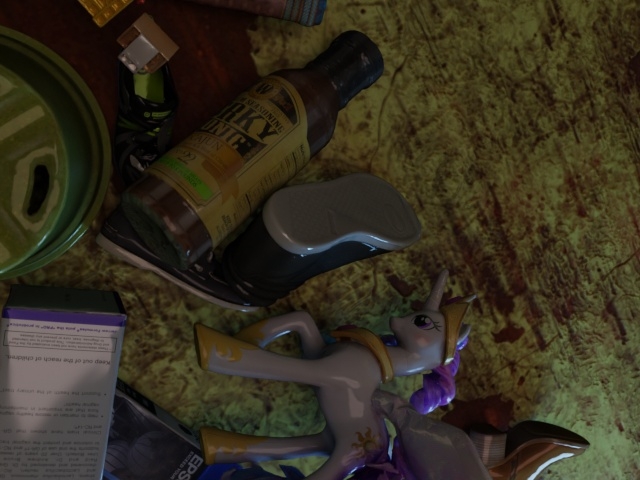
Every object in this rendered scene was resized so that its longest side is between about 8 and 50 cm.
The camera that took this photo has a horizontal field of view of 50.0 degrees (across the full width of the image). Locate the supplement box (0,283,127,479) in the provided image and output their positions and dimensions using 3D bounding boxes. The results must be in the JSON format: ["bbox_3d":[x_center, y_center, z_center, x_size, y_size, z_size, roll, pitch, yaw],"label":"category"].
[{"bbox_3d":[-0.268,0.164,0.685,0.114,0.111,0.220,6,95,-22],"label":"supplement box"}]

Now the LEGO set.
[{"bbox_3d":[-0.267,-0.273,0.674,0.287,0.107,0.132,16,120,-9],"label":"LEGO set"}]

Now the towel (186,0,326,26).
[{"bbox_3d":[-0.089,-0.410,0.657,0.271,0.040,0.370,8,122,-10],"label":"towel"}]

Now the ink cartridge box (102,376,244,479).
[{"bbox_3d":[-0.251,0.256,0.800,0.333,0.065,0.165,41,83,-22],"label":"ink cartridge box"}]

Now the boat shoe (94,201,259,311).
[{"bbox_3d":[-0.150,0.019,0.792,0.206,0.075,0.065,27,91,-18],"label":"boat shoe"}]

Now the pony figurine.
[{"bbox_3d":[0.049,0.224,0.807,0.364,0.303,0.351,-7,84,-19],"label":"pony figurine"}]

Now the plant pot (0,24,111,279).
[{"bbox_3d":[-0.323,-0.072,0.614,0.276,0.254,0.276,-3,100,-20],"label":"plant pot"}]

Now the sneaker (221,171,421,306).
[{"bbox_3d":[0.000,0.000,0.830,0.296,0.147,0.104,-8,67,-51],"label":"sneaker"}]

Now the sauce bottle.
[{"bbox_3d":[-0.062,-0.116,0.765,0.344,0.111,0.111,-46,112,-25],"label":"sauce bottle"}]

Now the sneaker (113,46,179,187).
[{"bbox_3d":[-0.191,-0.130,0.749,0.067,0.078,0.188,-4,102,-21],"label":"sneaker"}]

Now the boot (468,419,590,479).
[{"bbox_3d":[0.298,0.351,1.020,0.197,0.073,0.152,3,97,-9],"label":"boot"}]
